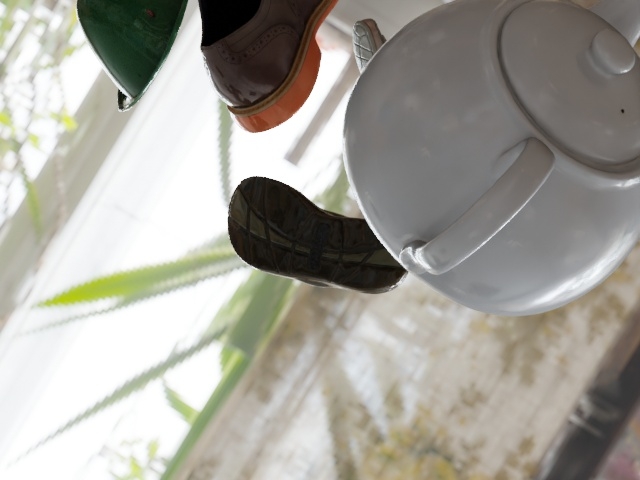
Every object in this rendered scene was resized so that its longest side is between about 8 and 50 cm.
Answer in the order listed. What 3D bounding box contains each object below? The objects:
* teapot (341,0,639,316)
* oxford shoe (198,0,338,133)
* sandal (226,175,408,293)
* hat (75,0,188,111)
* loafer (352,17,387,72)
[{"bbox_3d":[0.149,-0.079,1.082,0.252,0.187,0.256,6,-121,-32],"label":"teapot"},{"bbox_3d":[-0.044,-0.214,1.276,0.098,0.097,0.271,50,-150,-36],"label":"oxford shoe"},{"bbox_3d":[0.000,0.000,1.469,0.219,0.090,0.060,15,175,33],"label":"sandal"},{"bbox_3d":[-0.260,-0.266,1.702,0.183,0.173,0.208,26,-151,-20],"label":"hat"},{"bbox_3d":[0.065,-0.181,1.624,0.045,0.039,0.125,35,146,51],"label":"loafer"}]
